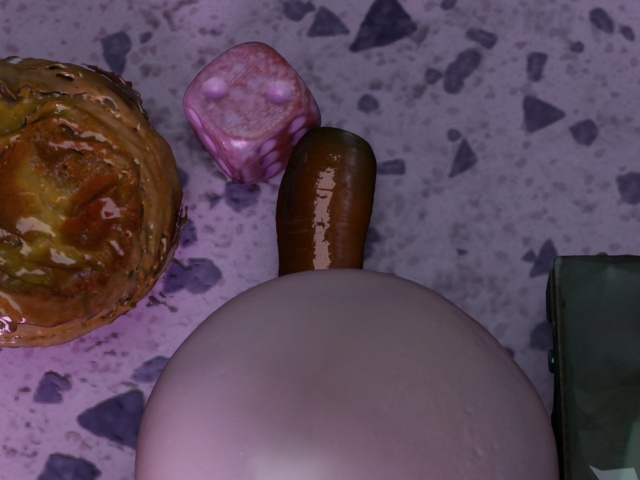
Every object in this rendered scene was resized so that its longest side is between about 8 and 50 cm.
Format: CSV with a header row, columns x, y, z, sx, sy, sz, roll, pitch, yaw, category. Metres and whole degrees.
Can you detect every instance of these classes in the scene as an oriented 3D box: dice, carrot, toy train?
x,y,z,sx,sy,sz,roll,pitch,yaw,category
-0.060,-0.110,1.651,0.094,0.093,0.091,-39,71,-11,dice
0.000,0.000,1.612,0.087,0.087,0.193,7,74,6,carrot
0.244,0.160,1.493,0.129,0.159,0.326,-1,69,5,toy train

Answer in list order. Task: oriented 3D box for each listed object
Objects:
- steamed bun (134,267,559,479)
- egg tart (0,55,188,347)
x,y,z,sx,sy,sz,roll,pitch,yaw,category
0.024,0.168,1.421,0.324,0.206,0.324,7,59,-12,steamed bun
-0.258,-0.029,1.621,0.297,0.132,0.297,5,60,-9,egg tart
